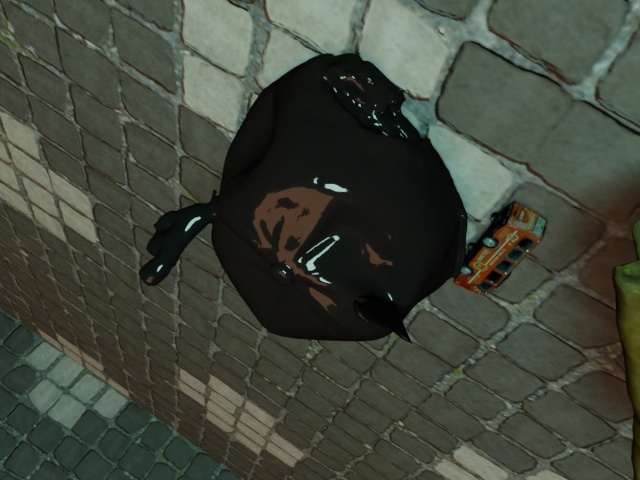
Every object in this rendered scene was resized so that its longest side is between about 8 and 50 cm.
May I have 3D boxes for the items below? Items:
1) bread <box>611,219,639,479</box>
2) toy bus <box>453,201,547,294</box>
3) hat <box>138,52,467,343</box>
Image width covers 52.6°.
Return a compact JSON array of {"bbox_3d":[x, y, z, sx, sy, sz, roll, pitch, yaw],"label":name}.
[{"bbox_3d":[0.278,0.085,0.366,0.196,0.238,0.252,4,127,38],"label":"bread"},{"bbox_3d":[0.155,0.010,0.567,0.043,0.031,0.110,27,148,3],"label":"toy bus"},{"bbox_3d":[-0.015,0.028,0.584,0.238,0.209,0.336,31,148,13],"label":"hat"}]
